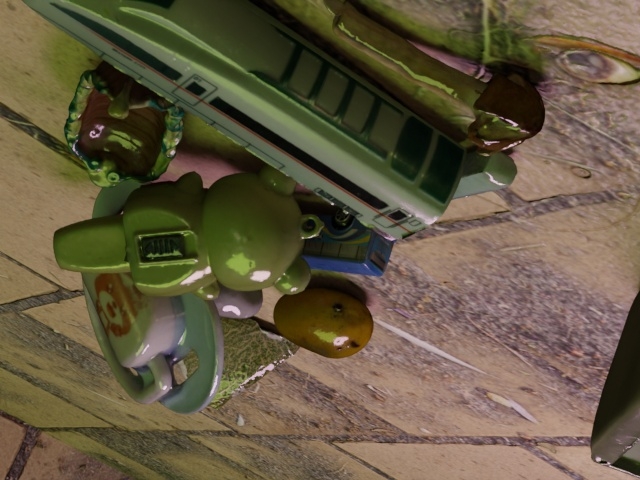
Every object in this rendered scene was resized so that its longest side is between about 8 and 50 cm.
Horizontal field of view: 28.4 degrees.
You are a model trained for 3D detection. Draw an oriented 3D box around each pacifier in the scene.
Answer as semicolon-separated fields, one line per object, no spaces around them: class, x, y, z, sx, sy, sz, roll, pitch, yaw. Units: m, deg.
pacifier;-0.159;0.057;1.435;0.207;0.279;0.227;-16;163;-34

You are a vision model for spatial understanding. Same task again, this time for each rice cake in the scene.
rice cake;0.108;-0.048;1.106;0.042;0.030;0.180;28;159;-24

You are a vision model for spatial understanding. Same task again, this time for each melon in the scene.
melon;-0.127;0.164;1.739;0.202;0.139;0.093;11;178;21

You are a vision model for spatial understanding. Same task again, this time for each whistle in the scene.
whistle;-0.133;-0.003;1.259;0.288;0.131;0.106;-5;-170;19

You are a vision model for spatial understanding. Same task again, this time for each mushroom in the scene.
mushroom;0.079;-0.122;0.931;0.187;0.061;0.060;27;164;-1

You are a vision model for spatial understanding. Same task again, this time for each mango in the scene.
mango;-0.002;0.096;1.499;0.103;0.076;0.161;26;168;-26

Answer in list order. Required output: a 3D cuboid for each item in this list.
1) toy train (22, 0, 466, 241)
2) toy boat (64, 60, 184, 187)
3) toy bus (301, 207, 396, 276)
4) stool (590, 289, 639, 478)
toy train;-0.067;-0.138;0.987;0.407;0.086;0.088;31;158;-21
toy boat;-0.171;-0.117;1.134;0.108;0.099;0.293;24;166;-8
toy bus;0.000;0.000;1.285;0.153;0.061;0.051;5;158;34
stool;0.392;0.126;1.052;0.269;0.170;0.243;20;159;5
